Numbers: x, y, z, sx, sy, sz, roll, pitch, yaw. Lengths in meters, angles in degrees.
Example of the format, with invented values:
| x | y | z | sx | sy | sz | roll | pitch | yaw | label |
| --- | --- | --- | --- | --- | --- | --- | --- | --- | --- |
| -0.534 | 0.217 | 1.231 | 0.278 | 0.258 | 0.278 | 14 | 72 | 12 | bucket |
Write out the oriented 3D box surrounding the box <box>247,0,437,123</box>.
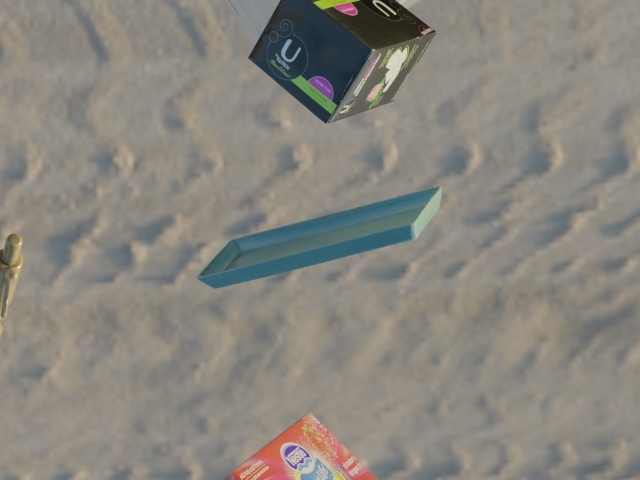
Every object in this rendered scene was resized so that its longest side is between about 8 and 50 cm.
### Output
| x | y | z | sx | sy | sz | roll | pitch | yaw | label |
| --- | --- | --- | --- | --- | --- | --- | --- | --- | --- |
| 0.013 | -0.107 | 0.890 | 0.052 | 0.062 | 0.083 | -57 | 164 | 27 | box |

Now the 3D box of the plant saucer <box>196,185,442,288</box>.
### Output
| x | y | z | sx | sy | sz | roll | pitch | yaw | label |
| --- | --- | --- | --- | --- | --- | --- | --- | --- | --- |
| 0.000 | 0.000 | 1.210 | 0.192 | 0.018 | 0.067 | -15 | -160 | 30 | plant saucer |

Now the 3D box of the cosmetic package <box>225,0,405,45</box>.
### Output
| x | y | z | sx | sy | sz | roll | pitch | yaw | label |
| --- | --- | --- | --- | --- | --- | --- | --- | --- | --- |
| 0.050 | -0.247 | 1.171 | 0.217 | 0.156 | 0.385 | -35 | -175 | -9 | cosmetic package |

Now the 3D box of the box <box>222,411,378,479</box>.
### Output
| x | y | z | sx | sy | sz | roll | pitch | yaw | label |
| --- | --- | --- | --- | --- | --- | --- | --- | --- | --- |
| -0.039 | 0.269 | 1.534 | 0.122 | 0.128 | 0.257 | -48 | 172 | 15 | box |

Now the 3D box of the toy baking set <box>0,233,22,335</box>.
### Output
| x | y | z | sx | sy | sz | roll | pitch | yaw | label |
| --- | --- | --- | --- | --- | --- | --- | --- | --- | --- |
| -0.350 | 0.115 | 1.672 | 0.030 | 0.197 | 0.256 | 17 | 149 | -9 | toy baking set |
